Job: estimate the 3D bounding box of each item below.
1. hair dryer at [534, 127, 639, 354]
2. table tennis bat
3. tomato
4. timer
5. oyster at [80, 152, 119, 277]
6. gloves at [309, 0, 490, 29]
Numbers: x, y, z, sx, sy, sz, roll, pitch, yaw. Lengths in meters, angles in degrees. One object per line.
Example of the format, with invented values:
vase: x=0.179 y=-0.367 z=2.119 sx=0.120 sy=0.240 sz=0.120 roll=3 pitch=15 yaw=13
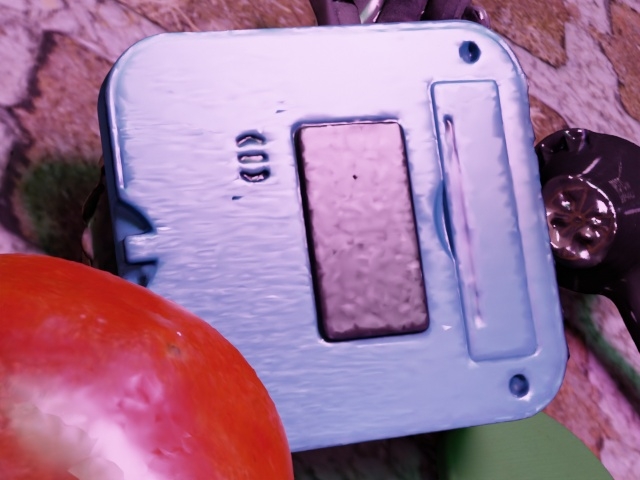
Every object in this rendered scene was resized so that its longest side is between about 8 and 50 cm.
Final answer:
hair dryer: x=0.239 y=0.086 z=1.092 sx=0.359 sy=0.120 sz=0.304 roll=60 pitch=9 yaw=1
table tennis bat: x=0.107 y=0.165 z=0.968 sx=0.257 sy=0.039 sz=0.160 roll=4 pitch=49 yaw=-48
tomato: x=-0.110 y=0.108 z=0.681 sx=0.232 sy=0.188 sz=0.232 roll=28 pitch=38 yaw=-25
timer: x=0.000 y=0.000 z=0.924 sx=0.250 sy=0.091 sz=0.232 roll=-4 pitch=82 yaw=-24
oyster: x=-0.064 y=-0.011 z=0.958 sx=0.191 sy=0.081 sz=0.163 roll=15 pitch=71 yaw=-32
gloves: x=0.047 y=-0.090 z=1.107 sx=0.142 sy=0.119 sz=0.285 roll=27 pitch=53 yaw=-27
